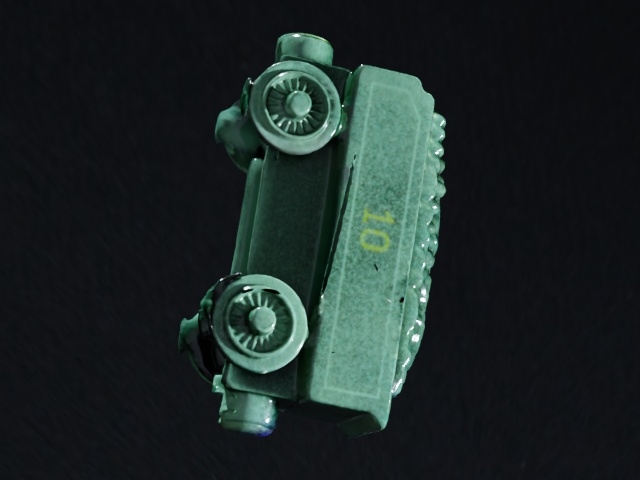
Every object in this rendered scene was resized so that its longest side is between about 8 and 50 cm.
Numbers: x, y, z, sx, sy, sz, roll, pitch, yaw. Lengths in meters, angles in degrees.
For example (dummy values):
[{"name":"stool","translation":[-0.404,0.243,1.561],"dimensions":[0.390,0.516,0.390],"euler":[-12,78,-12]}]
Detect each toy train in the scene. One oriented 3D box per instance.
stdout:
[{"name":"toy train","translation":[0.000,0.000,0.823],"dimensions":[0.099,0.070,0.172],"euler":[12,-103,-12]}]
